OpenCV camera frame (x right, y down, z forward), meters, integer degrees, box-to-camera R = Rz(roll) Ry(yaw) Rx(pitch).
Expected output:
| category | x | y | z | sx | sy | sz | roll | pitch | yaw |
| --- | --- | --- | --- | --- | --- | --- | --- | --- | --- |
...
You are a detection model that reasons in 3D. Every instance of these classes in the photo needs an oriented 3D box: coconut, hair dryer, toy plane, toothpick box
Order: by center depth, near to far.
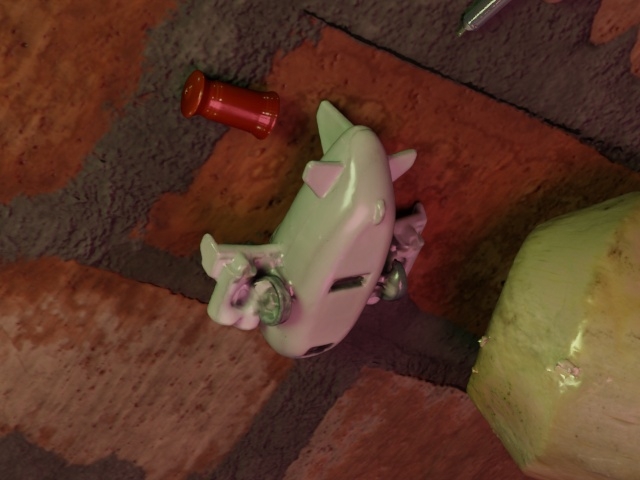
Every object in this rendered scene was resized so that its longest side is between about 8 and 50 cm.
| category | x | y | z | sx | sy | sz | roll | pitch | yaw |
| --- | --- | --- | --- | --- | --- | --- | --- | --- | --- |
| toothpick box | -0.083 | -0.123 | 1.103 | 0.083 | 0.047 | 0.047 | 15 | 121 | -27 |
| hair dryer | 0.171 | -0.222 | 1.127 | 0.114 | 0.037 | 0.063 | -39 | 131 | 23 |
| toy plane | 0.003 | 0.004 | 1.187 | 0.267 | 0.122 | 0.267 | -24 | 139 | -23 |
| coconut | 0.346 | 0.123 | 1.289 | 0.352 | 0.352 | 0.352 | -10 | 130 | -12 |
